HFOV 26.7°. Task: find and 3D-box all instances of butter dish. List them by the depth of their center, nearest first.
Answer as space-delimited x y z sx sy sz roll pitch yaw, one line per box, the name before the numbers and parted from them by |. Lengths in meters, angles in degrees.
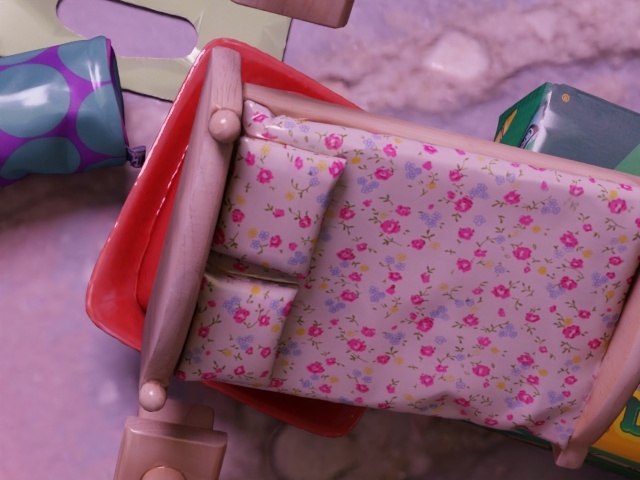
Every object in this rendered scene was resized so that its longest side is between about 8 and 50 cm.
butter dish | 0.000 0.000 0.623 0.160 0.118 0.160 29 77 -23

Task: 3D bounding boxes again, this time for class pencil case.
pencil case | -0.163 -0.048 0.633 0.152 0.070 0.064 -15 52 -13

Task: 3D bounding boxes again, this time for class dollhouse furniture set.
dollhouse furniture set | 0.081 0.083 0.512 0.303 0.174 0.355 11 121 -8

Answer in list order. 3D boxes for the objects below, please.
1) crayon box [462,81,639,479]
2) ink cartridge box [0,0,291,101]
crayon box | 0.205 0.049 0.692 0.278 0.081 0.165 20 78 -9
ink cartridge box | -0.076 -0.195 0.681 0.171 0.056 0.235 14 77 -11
